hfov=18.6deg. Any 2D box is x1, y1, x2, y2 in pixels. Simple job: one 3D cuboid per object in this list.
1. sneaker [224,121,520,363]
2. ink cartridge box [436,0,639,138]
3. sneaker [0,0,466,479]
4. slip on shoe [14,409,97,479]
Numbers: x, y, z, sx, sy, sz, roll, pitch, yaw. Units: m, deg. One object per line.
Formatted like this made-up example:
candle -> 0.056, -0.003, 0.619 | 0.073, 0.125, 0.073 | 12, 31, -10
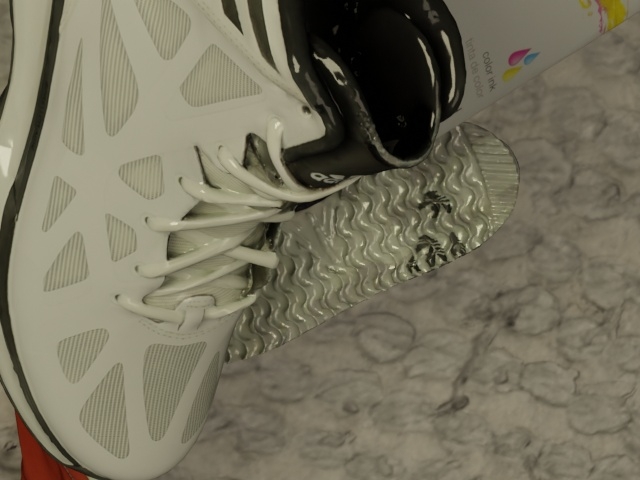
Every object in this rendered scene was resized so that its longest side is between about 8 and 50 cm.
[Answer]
sneaker -> 0.001, 0.001, 1.315 | 0.293, 0.146, 0.102 | -19, 95, 12
ink cartridge box -> 0.107, -0.225, 1.212 | 0.306, 0.131, 0.226 | -32, 131, -16
sneaker -> -0.062, -0.026, 1.078 | 0.169, 0.257, 0.447 | -15, 121, -37
slip on shoe -> -0.167, 0.205, 1.337 | 0.101, 0.123, 0.331 | -21, 129, -13
